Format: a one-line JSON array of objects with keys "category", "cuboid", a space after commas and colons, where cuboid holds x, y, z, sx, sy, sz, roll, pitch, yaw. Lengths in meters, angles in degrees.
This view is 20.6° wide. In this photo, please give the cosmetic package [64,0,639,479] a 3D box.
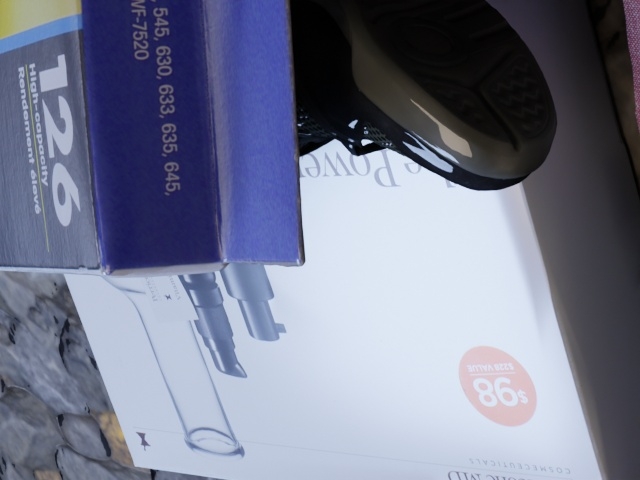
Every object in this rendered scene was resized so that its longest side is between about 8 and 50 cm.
[{"category": "cosmetic package", "cuboid": [0.000, 0.000, 0.973, 0.377, 0.097, 0.284, 0, 116, 45]}]

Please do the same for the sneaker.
[{"category": "sneaker", "cuboid": [0.009, -0.063, 0.784, 0.227, 0.087, 0.130, 37, 129, 33]}]

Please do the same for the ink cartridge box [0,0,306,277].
[{"category": "ink cartridge box", "cuboid": [-0.111, -0.135, 0.810, 0.307, 0.072, 0.303, 178, 88, -65]}]

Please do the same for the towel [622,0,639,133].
[{"category": "towel", "cuboid": [0.247, -0.115, 0.666, 0.329, 0.037, 0.237, 16, 126, 45]}]
